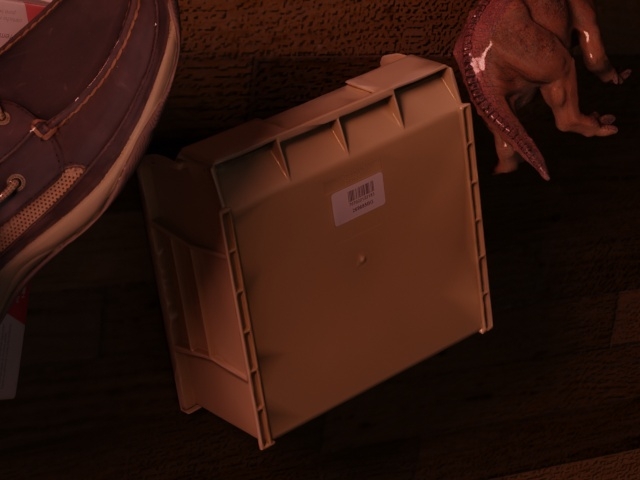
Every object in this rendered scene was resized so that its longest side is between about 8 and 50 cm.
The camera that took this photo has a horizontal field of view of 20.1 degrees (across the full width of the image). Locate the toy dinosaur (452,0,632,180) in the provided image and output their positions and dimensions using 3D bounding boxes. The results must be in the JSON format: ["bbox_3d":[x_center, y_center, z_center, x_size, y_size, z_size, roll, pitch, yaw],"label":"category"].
[{"bbox_3d":[0.168,-0.185,1.543,0.200,0.127,0.296,55,42,-35],"label":"toy dinosaur"}]

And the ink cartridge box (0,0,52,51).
[{"bbox_3d":[-0.252,-0.092,1.291,0.115,0.067,0.198,2,119,-44],"label":"ink cartridge box"}]

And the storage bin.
[{"bbox_3d":[0.000,0.000,1.522,0.262,0.123,0.260,-24,120,-30],"label":"storage bin"}]

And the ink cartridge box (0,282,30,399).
[{"bbox_3d":[-0.308,0.052,1.324,0.175,0.072,0.127,-1,107,-39],"label":"ink cartridge box"}]

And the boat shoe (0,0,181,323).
[{"bbox_3d":[-0.226,-0.048,1.194,0.130,0.132,0.355,35,89,-44],"label":"boat shoe"}]
